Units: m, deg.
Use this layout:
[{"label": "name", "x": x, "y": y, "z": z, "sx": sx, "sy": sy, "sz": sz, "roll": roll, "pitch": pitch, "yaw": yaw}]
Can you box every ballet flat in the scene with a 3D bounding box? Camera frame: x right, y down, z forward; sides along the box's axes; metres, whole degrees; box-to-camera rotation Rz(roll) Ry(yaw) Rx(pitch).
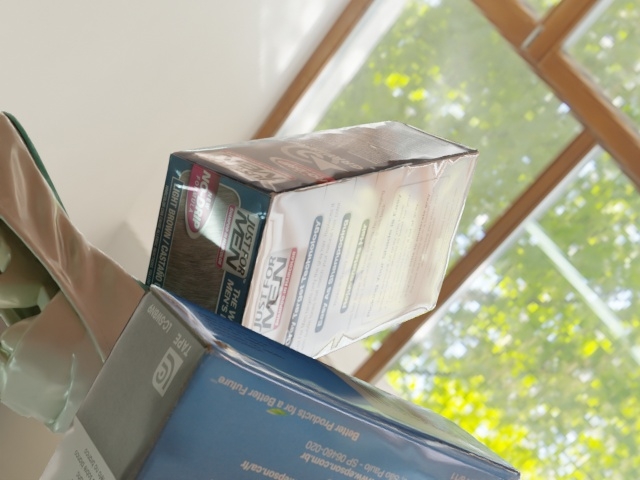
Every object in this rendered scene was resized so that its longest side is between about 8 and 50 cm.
[{"label": "ballet flat", "x": -0.214, "y": 0.049, "z": 0.886, "sx": 0.139, "sy": 0.139, "sz": 0.400, "roll": -8, "pitch": -132, "yaw": -48}]

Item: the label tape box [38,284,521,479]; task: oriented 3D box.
[{"label": "label tape box", "x": -0.067, "y": 0.225, "z": 0.684, "sx": 0.241, "sy": 0.333, "sz": 0.106, "roll": 28, "pitch": -178, "yaw": -33}]

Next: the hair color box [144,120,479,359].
[{"label": "hair color box", "x": 0.000, "y": 0.000, "z": 1.034, "sx": 0.105, "sy": 0.173, "sz": 0.347, "roll": 24, "pitch": -159, "yaw": 27}]
